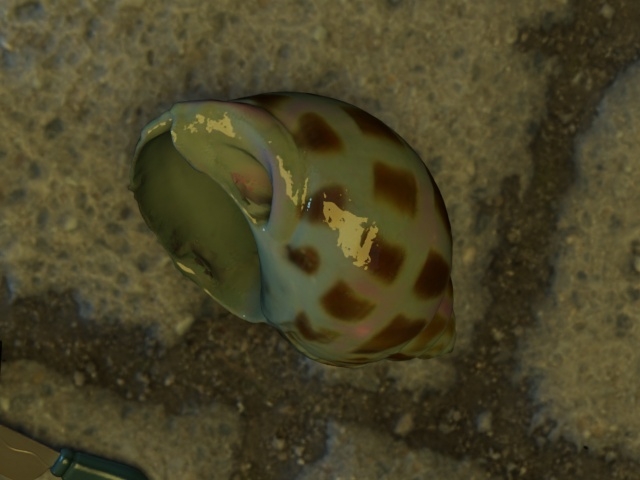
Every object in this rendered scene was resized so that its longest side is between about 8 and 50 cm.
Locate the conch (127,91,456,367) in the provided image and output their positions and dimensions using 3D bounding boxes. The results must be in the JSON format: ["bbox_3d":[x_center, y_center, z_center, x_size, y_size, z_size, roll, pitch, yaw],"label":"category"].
[{"bbox_3d":[0.000,-0.001,1.423,0.249,0.197,0.368,-13,114,33],"label":"conch"}]

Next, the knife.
[{"bbox_3d":[-0.275,0.211,1.501,0.244,0.032,0.058,25,113,-19],"label":"knife"}]

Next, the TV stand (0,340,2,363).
[{"bbox_3d":[-0.431,0.113,1.464,0.256,0.040,0.049,5,102,-9],"label":"TV stand"}]
